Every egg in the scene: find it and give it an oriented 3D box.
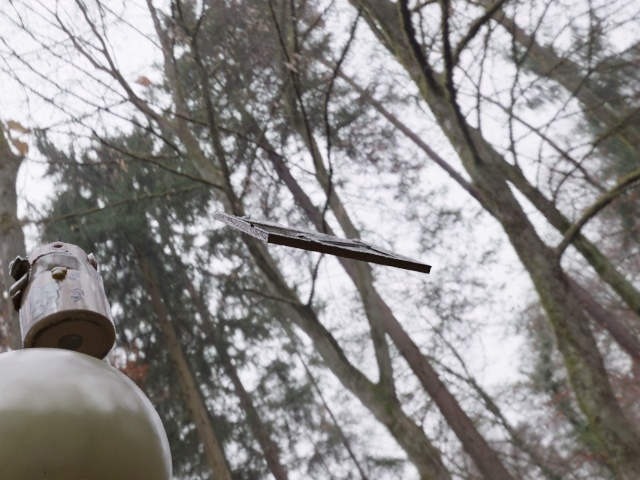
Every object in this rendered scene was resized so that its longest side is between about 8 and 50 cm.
[{"bbox_3d":[-0.202,0.174,0.491,0.186,0.186,0.242,-5,-23,-28],"label":"egg"}]

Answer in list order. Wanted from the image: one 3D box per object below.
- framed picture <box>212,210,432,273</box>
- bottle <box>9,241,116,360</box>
[{"bbox_3d":[0.000,0.000,1.050,0.281,0.209,0.019,12,-85,-29],"label":"framed picture"},{"bbox_3d":[-0.278,0.060,0.748,0.098,0.152,0.099,-16,-45,-16],"label":"bottle"}]
